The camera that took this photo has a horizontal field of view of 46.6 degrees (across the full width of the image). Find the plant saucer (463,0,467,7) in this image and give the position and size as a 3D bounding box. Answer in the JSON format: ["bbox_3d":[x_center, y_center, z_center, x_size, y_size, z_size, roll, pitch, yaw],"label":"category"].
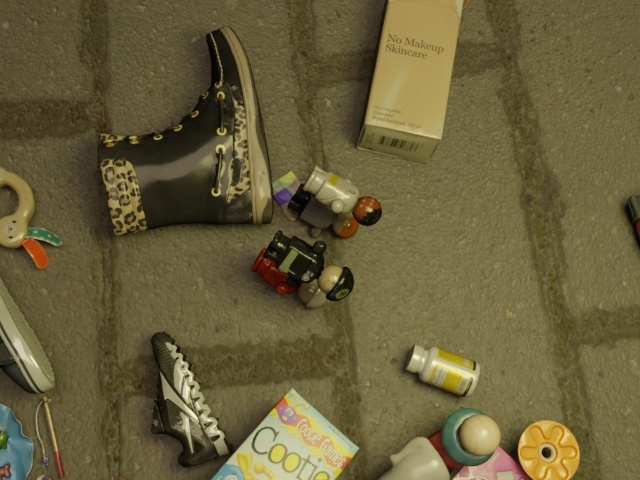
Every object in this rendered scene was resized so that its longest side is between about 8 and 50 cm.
[{"bbox_3d":[0.255,-0.489,1.493,0.083,0.015,0.083,1,75,-4],"label":"plant saucer"}]

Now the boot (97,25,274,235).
[{"bbox_3d":[-0.245,-0.189,1.311,0.284,0.138,0.377,-10,80,-7],"label":"boot"}]

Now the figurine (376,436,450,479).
[{"bbox_3d":[0.121,0.438,1.121,0.209,0.092,0.215,-28,78,-10],"label":"figurine"}]

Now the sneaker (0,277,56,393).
[{"bbox_3d":[-0.552,0.133,1.198,0.127,0.126,0.321,-34,74,-14],"label":"sneaker"}]

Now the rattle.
[{"bbox_3d":[-0.532,-0.053,1.246,0.130,0.142,0.199,-31,72,-31],"label":"rattle"}]

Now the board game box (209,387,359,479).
[{"bbox_3d":[-0.092,0.385,1.133,0.144,0.142,0.275,41,65,7],"label":"board game box"}]

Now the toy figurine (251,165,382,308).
[{"bbox_3d":[0.000,0.000,1.238,0.148,0.213,0.209,31,71,-6],"label":"toy figurine"}]

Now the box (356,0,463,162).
[{"bbox_3d":[0.168,-0.318,1.383,0.148,0.121,0.311,10,74,-1],"label":"box"}]

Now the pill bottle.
[{"bbox_3d":[0.207,0.219,1.267,0.116,0.065,0.065,21,74,1],"label":"pill bottle"}]

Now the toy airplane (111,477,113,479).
[{"bbox_3d":[-0.349,0.450,1.173,0.151,0.028,0.151,-3,72,10],"label":"toy airplane"}]

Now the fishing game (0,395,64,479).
[{"bbox_3d":[-0.553,0.345,1.182,0.264,0.041,0.189,-14,79,-9],"label":"fishing game"}]

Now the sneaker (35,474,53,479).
[{"bbox_3d":[-0.415,0.448,1.148,0.071,0.068,0.169,-7,82,-2],"label":"sneaker"}]

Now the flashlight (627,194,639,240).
[{"bbox_3d":[0.648,0.052,1.333,0.103,0.103,0.304,-12,75,-11],"label":"flashlight"}]

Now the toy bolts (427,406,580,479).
[{"bbox_3d":[0.295,0.331,1.128,0.228,0.158,0.218,43,75,8],"label":"toy bolts"}]

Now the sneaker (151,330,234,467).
[{"bbox_3d":[-0.238,0.264,1.210,0.106,0.078,0.234,-27,80,-14],"label":"sneaker"}]

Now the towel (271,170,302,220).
[{"bbox_3d":[-0.053,-0.082,1.357,0.060,0.009,0.083,-34,80,-12],"label":"towel"}]

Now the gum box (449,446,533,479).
[{"bbox_3d":[0.254,0.420,1.215,0.107,0.062,0.188,43,75,8],"label":"gum box"}]
